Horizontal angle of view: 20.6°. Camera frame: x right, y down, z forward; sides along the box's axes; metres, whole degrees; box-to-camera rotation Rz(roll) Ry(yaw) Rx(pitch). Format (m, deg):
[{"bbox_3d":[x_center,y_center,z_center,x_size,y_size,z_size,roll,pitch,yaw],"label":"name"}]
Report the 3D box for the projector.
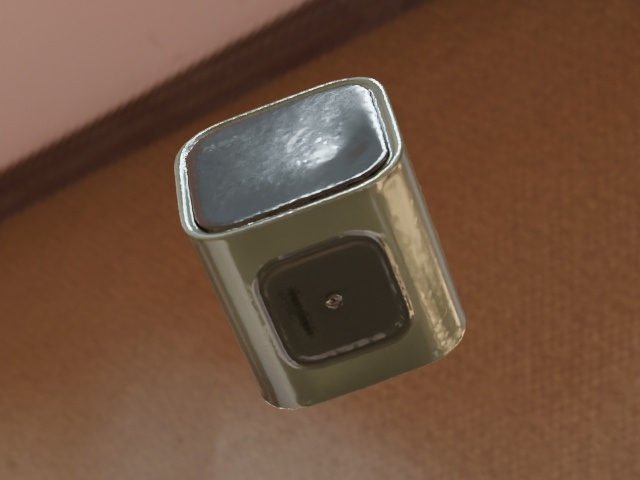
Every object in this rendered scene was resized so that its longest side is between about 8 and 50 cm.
[{"bbox_3d":[0.000,0.000,0.650,0.083,0.082,0.083,-20,32,5],"label":"projector"}]
